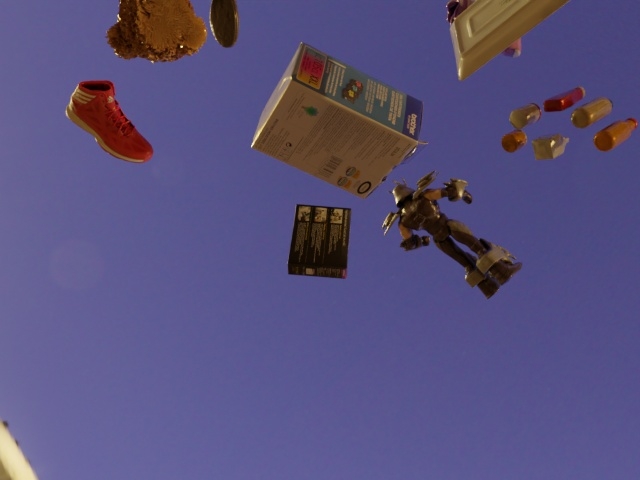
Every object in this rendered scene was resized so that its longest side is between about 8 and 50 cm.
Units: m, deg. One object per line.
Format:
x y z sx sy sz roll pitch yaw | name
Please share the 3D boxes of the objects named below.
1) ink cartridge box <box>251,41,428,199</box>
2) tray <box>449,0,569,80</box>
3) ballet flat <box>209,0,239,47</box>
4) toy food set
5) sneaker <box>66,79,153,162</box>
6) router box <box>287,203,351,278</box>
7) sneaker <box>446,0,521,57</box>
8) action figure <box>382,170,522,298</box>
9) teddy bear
0.066 -0.266 1.541 0.395 0.151 0.270 24 -35 -15 | ink cartridge box
0.316 -0.395 1.042 0.270 0.030 0.145 -34 -135 41 | tray
-0.230 -0.581 1.500 0.084 0.058 0.250 -13 -91 32 | ballet flat
0.463 -0.224 1.197 0.232 0.104 0.111 3 -64 54 | toy food set
-0.469 -0.274 1.434 0.221 0.087 0.128 32 -42 -10 | sneaker
0.000 0.000 1.444 0.133 0.179 0.046 5 -39 3 | router box
0.309 -0.416 1.219 0.236 0.104 0.095 -105 -177 -49 | sneaker
0.239 -0.015 1.198 0.285 0.099 0.185 43 -45 6 | action figure
-0.266 -0.450 1.013 0.338 0.245 0.113 67 -16 -5 | teddy bear
